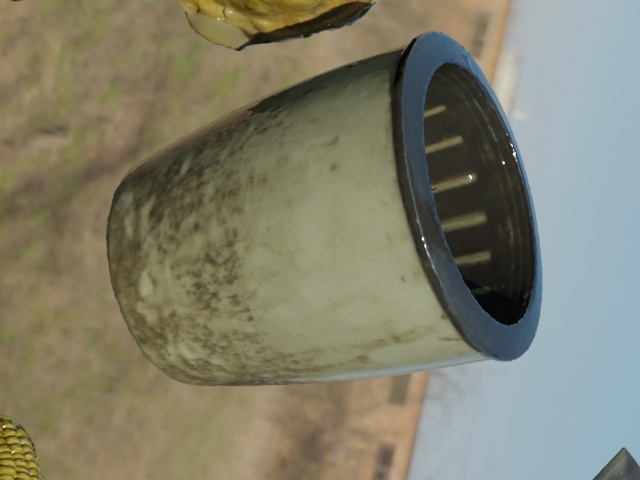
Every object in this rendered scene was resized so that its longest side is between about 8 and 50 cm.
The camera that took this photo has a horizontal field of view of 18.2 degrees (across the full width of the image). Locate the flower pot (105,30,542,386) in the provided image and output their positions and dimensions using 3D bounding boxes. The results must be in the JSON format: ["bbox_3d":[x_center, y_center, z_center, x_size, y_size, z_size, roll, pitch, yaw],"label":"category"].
[{"bbox_3d":[0.000,0.000,1.789,0.293,0.330,0.294,42,39,-48],"label":"flower pot"}]

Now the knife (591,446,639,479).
[{"bbox_3d":[0.263,0.216,1.681,0.245,0.072,0.019,-40,-170,-39],"label":"knife"}]

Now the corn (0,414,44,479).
[{"bbox_3d":[-0.253,0.261,1.615,0.293,0.106,0.106,-111,-155,-44],"label":"corn"}]

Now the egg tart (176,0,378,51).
[{"bbox_3d":[-0.051,-0.339,1.806,0.129,0.341,0.341,-28,133,-67],"label":"egg tart"}]
